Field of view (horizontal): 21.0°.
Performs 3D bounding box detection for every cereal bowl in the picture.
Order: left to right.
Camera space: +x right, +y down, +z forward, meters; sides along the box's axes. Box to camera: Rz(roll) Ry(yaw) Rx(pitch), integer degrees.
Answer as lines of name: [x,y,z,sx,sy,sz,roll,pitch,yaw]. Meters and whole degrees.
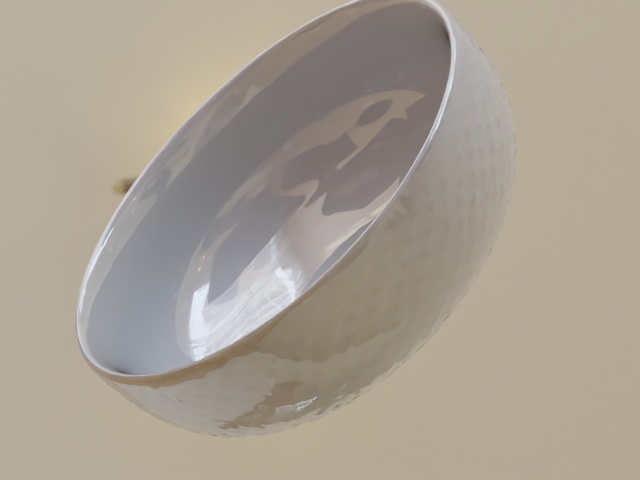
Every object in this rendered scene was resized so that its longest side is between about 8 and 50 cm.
cereal bowl: [0.000,0.000,1.161,0.141,0.339,0.339,45,2,-26]
